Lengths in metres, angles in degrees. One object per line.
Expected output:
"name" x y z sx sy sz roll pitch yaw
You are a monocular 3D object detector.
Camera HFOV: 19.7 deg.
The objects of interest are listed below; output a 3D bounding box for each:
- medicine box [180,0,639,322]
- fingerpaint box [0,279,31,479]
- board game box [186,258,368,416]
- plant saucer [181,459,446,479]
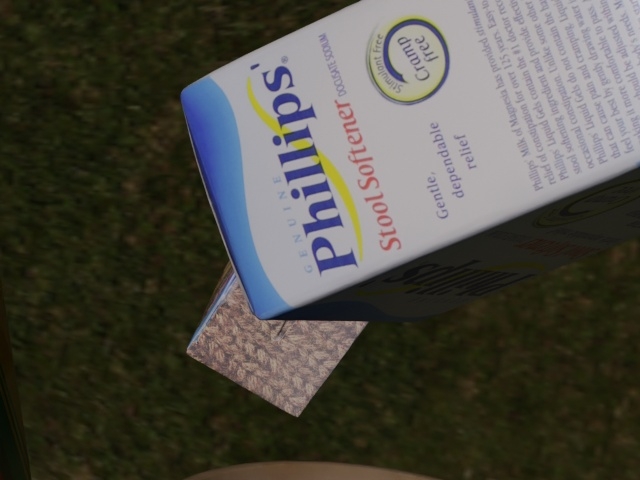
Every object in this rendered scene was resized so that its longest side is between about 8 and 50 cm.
"medicine box" 0.111 -0.066 1.101 0.263 0.289 0.149 7 62 -66
"fingerpaint box" -0.439 0.231 1.353 0.445 0.163 0.371 -11 84 6
"board game box" 0.000 0.000 1.989 0.141 0.232 0.291 31 35 -6
"plant saucer" 0.023 0.210 1.243 0.278 0.278 0.041 0 103 -30
